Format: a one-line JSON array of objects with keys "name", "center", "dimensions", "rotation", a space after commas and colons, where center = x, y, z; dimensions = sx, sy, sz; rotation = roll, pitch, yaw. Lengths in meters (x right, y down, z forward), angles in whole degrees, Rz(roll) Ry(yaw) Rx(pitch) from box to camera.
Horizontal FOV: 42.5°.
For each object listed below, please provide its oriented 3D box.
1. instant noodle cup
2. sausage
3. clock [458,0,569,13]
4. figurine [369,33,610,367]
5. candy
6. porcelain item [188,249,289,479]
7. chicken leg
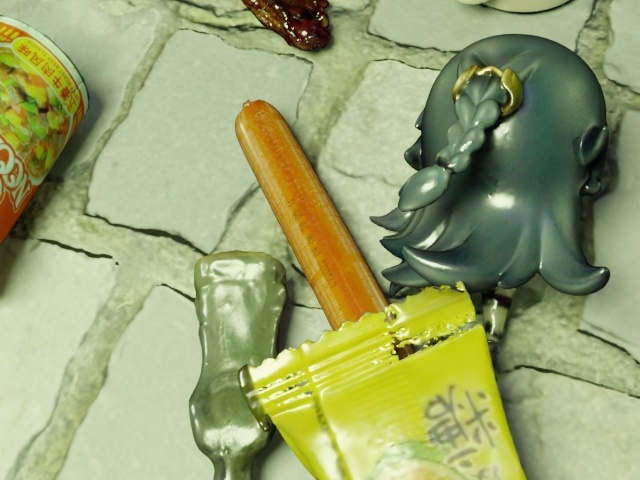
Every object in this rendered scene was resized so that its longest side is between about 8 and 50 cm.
[{"name": "instant noodle cup", "center": [-0.319, -0.085, 0.733], "dimensions": [0.193, 0.193, 0.212], "rotation": [18, 54, 14]}, {"name": "sausage", "center": [0.000, 0.000, 0.720], "dimensions": [0.053, 0.053, 0.348], "rotation": [-23, 61, -9]}, {"name": "clock", "center": [0.215, -0.314, 0.884], "dimensions": [0.155, 0.063, 0.229], "rotation": [35, 65, 24]}, {"name": "figurine", "center": [0.145, -0.044, 0.676], "dimensions": [0.175, 0.197, 0.265], "rotation": [14, 54, -3]}, {"name": "candy", "center": [0.073, 0.193, 0.566], "dimensions": [0.187, 0.081, 0.297], "rotation": [-23, 82, -3]}, {"name": "porcelain item", "center": [-0.063, 0.117, 0.648], "dimensions": [0.081, 0.069, 0.216], "rotation": [-2, 59, -2]}, {"name": "chicken leg", "center": [-0.053, -0.272, 0.885], "dimensions": [0.093, 0.053, 0.205], "rotation": [-22, 66, -35]}]
